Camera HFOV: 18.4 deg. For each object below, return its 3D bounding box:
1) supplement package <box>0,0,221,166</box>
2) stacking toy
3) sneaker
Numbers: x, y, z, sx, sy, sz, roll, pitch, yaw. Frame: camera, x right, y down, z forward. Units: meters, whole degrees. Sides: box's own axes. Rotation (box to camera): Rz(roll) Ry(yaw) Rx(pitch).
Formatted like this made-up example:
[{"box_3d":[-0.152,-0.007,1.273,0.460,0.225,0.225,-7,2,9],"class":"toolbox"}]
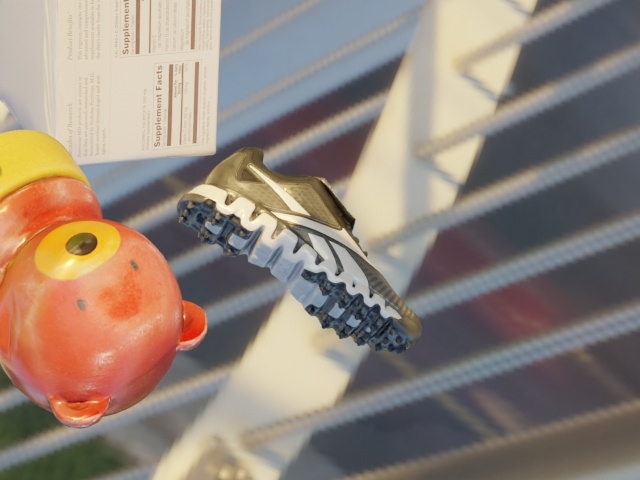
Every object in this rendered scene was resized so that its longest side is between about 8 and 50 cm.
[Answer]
[{"box_3d":[-0.185,-0.222,1.672,0.145,0.204,0.262,-6,115,-23],"class":"supplement package"},{"box_3d":[-0.200,0.049,0.866,0.130,0.309,0.279,38,159,25],"class":"stacking toy"},{"box_3d":[0.000,0.000,1.675,0.234,0.106,0.078,35,150,-3],"class":"sneaker"}]
